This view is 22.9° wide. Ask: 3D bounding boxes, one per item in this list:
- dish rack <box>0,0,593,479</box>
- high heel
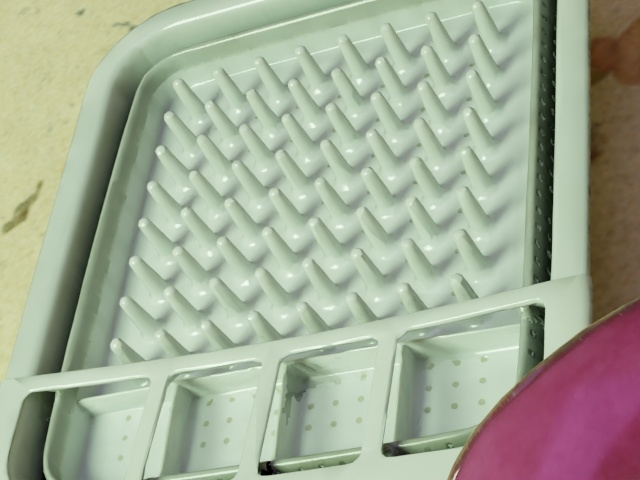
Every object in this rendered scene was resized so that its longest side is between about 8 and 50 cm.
[{"bbox_3d":[0.000,0.000,0.747,0.285,0.072,0.333,-12,48,24],"label":"dish rack"},{"bbox_3d":[0.087,0.175,0.508,0.377,0.127,0.181,-51,41,1],"label":"high heel"}]
